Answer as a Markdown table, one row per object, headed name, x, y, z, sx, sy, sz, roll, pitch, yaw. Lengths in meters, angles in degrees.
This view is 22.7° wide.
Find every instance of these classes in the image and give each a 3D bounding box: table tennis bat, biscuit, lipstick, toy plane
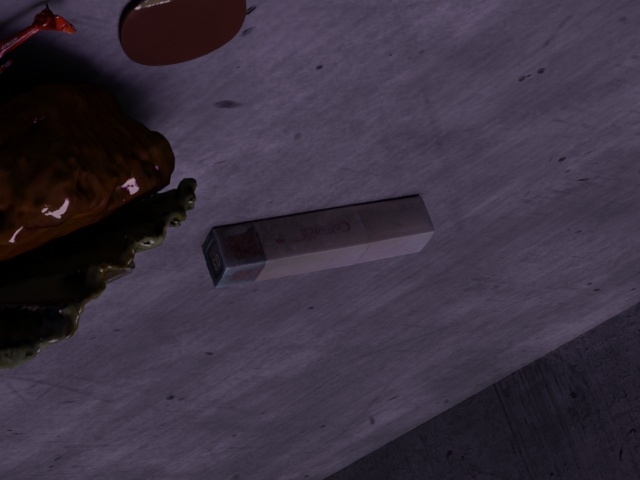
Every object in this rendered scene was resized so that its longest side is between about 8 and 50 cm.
| name | x | y | z | sx | sy | sz | roll | pitch | yaw |
| --- | --- | --- | --- | --- | --- | --- | --- | --- | --- |
| table tennis bat | -0.159 | -0.273 | 1.840 | 0.154 | 0.021 | 0.274 | -16 | 160 | -10 |
| biscuit | -0.401 | -0.041 | 1.873 | 0.395 | 0.166 | 0.343 | -26 | 178 | 18 |
| lipstick | 0.000 | 0.000 | 2.564 | 0.371 | 0.076 | 0.080 | -10 | 156 | -24 |
| toy plane | -0.372 | -0.203 | 1.756 | 0.194 | 0.077 | 0.126 | -40 | 156 | 25 |

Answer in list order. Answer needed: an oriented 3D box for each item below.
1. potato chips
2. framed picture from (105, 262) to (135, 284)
| name | x | y | z | sx | sy | sz | roll | pitch | yaw |
| --- | --- | --- | --- | --- | --- | --- | --- | --- | --- |
| potato chips | -0.325 | 0.041 | 2.013 | 0.429 | 0.070 | 0.358 | -14 | -158 | 51 |
| framed picture | -0.429 | 0.047 | 2.384 | 0.213 | 0.016 | 0.289 | -25 | 158 | 12 |
